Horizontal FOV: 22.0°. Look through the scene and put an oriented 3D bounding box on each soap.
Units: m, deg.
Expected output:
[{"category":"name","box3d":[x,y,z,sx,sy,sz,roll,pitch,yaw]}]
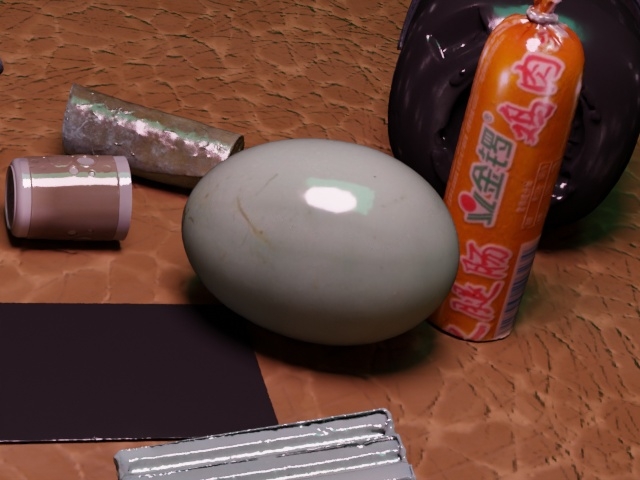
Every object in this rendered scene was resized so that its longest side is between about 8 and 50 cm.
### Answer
[{"category":"soap","box3d":[-0.035,0.183,1.123,0.198,0.063,0.114,-7,35,-10]}]

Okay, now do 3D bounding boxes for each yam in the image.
[{"category":"yam","box3d":[-0.158,-0.089,1.523,0.169,0.068,0.068,18,33,4]}]

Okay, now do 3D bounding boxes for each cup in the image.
[{"category":"cup","box3d":[-0.221,-0.045,1.424,0.099,0.074,0.102,0,35,-20]}]

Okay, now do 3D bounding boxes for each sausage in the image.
[{"category":"sausage","box3d":[0.155,-0.064,1.374,0.093,0.312,0.093,8,34,-6]}]

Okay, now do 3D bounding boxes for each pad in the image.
[{"category":"pad","box3d":[-0.165,0.099,1.291,0.245,0.006,0.170,1,36,-19]}]

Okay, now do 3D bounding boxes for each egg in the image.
[{"category":"egg","box3d":[0.000,0.000,1.351,0.231,0.168,0.168,12,33,1]}]

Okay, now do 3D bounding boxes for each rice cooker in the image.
[{"category":"rice cooker","box3d":[0.188,-0.150,1.577,0.267,0.267,0.224,15,29,2]}]

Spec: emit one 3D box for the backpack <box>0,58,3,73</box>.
[{"category":"backpack","box3d":[-0.432,-0.189,1.451,0.283,0.197,0.317,23,7,-19]}]
